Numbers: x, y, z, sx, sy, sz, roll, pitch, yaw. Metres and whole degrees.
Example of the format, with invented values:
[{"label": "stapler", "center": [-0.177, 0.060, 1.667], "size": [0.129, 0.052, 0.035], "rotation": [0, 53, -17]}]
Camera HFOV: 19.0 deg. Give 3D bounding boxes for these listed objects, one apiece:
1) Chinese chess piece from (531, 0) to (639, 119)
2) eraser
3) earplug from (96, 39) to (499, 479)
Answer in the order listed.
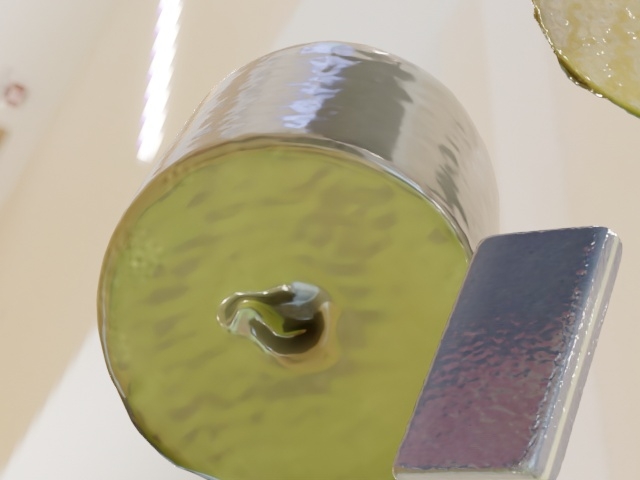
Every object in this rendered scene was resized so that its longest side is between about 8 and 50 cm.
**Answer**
[{"label": "Chinese chess piece", "center": [0.250, -0.168, 1.145], "size": [0.257, 0.257, 0.104], "rotation": [-41, -152, 56]}, {"label": "eraser", "center": [0.107, 0.061, 1.051], "size": [0.082, 0.036, 0.225], "rotation": [-5, -144, 24]}, {"label": "earplug", "center": [0.000, 0.000, 1.630], "size": [0.313, 0.312, 0.394], "rotation": [-59, -175, 22]}]
